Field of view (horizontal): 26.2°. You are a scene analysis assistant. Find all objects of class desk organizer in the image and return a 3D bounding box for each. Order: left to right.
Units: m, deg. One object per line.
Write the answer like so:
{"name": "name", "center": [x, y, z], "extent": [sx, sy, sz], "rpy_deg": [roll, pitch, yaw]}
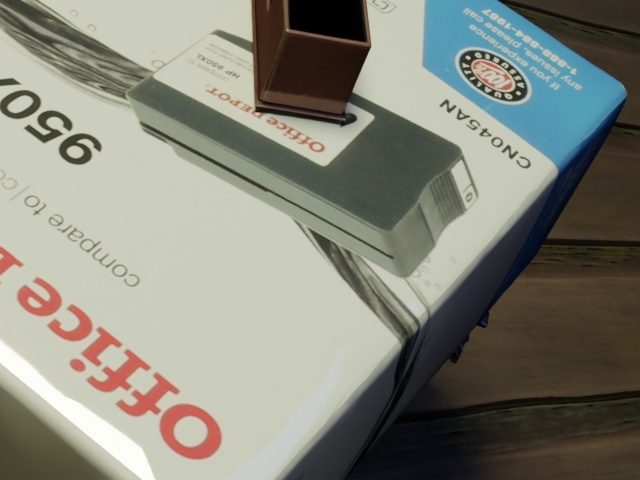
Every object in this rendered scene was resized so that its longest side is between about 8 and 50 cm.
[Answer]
{"name": "desk organizer", "center": [-0.006, -0.127, 0.696], "extent": [0.047, 0.050, 0.130], "rpy_deg": [8, 49, -15]}

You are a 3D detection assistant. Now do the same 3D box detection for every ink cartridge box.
{"name": "ink cartridge box", "center": [-0.063, -0.014, 0.729], "extent": [0.285, 0.166, 0.395], "rpy_deg": [36, 49, 11]}

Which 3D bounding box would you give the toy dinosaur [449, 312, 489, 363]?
{"name": "toy dinosaur", "center": [0.000, 0.000, 0.917], "extent": [0.218, 0.164, 0.322], "rpy_deg": [38, 72, -3]}
